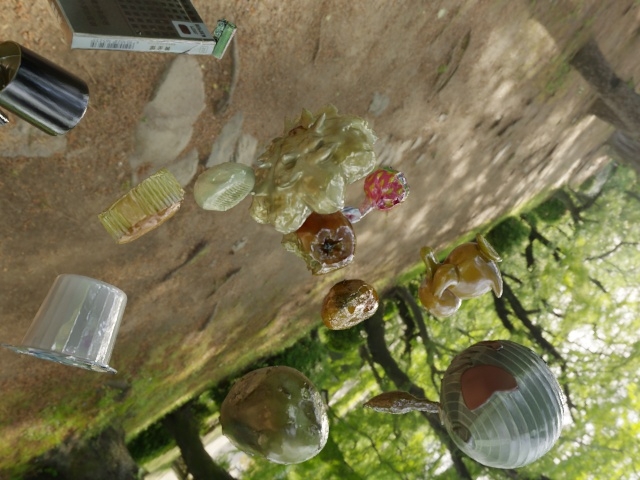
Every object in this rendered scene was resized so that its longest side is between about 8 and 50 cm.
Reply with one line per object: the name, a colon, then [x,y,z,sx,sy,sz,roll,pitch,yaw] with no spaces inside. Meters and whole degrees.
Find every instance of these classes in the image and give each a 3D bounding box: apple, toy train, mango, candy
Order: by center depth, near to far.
mango: [0.045,0.118,0.933,0.105,0.084,0.159,-44,154,19]
apple: [0.008,-0.001,1.064,0.147,0.158,0.155,-18,109,-25]
candy: [0.090,-0.064,1.316,0.365,0.124,0.124,-40,159,-17]
toy train: [-0.362,-0.728,1.794,0.071,0.038,0.148,21,131,-27]

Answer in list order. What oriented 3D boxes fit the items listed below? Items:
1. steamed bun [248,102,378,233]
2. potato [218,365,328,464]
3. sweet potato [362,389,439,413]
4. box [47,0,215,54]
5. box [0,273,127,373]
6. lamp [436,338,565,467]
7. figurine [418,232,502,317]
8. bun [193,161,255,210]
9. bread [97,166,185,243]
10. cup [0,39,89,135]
steamed bun: [-0.035,-0.151,0.951,0.296,0.292,0.137,-31,126,11]
potato: [-0.115,0.392,1.122,0.308,0.210,0.173,-18,-177,44]
sweet potato: [0.268,0.515,1.583,0.075,0.270,0.074,0,90,-81]
box: [-0.415,-0.496,1.106,0.325,0.180,0.047,-16,157,-41]
box: [-0.593,0.201,1.228,0.262,0.292,0.206,33,59,-42]
lamp: [0.341,0.314,0.956,0.233,0.233,0.265,-33,149,-37]
figurine: [0.366,0.095,1.316,0.228,0.215,0.215,-15,173,24]
bun: [-0.174,-0.102,0.885,0.115,0.069,0.115,-33,170,-7]
bread: [-0.511,-0.095,1.437,0.250,0.133,0.179,-36,-169,1]
cup: [-0.703,-0.333,1.174,0.239,0.166,0.177,-43,155,7]
